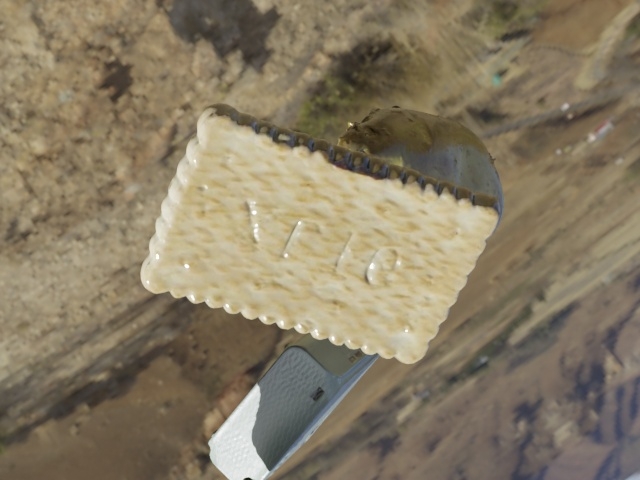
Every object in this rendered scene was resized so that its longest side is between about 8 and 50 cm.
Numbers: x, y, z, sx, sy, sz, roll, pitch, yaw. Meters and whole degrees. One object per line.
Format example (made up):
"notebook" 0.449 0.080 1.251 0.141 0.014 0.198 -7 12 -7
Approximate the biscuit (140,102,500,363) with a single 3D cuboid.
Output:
"biscuit" 0.000 0.000 1.090 0.044 0.324 0.217 -103 -146 -58

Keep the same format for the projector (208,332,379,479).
"projector" -0.038 0.234 1.643 0.250 0.108 0.198 -53 169 24

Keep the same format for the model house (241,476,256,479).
"model house" -0.123 0.407 1.414 0.172 0.166 0.183 -42 176 35

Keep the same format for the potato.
"potato" 0.129 -0.085 1.489 0.296 0.192 0.141 14 157 -42
